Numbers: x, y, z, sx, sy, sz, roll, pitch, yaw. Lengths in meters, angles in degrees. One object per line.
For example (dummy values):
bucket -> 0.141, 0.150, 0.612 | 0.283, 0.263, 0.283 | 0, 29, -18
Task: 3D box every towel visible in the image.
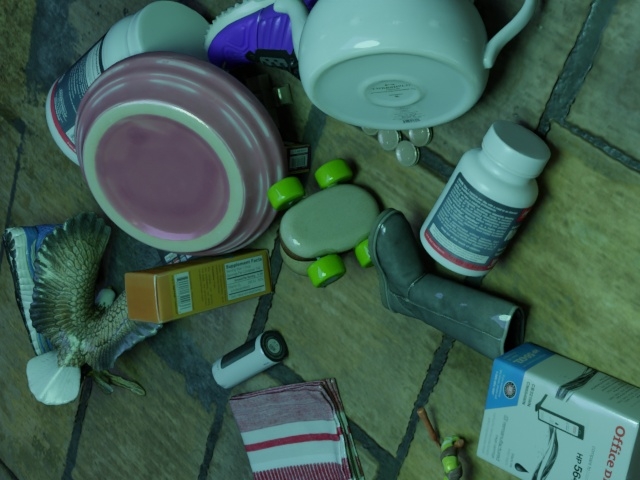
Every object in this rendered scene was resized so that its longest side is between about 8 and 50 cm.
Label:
towel -> -0.024, 0.390, 1.728 | 0.237, 0.037, 0.329 | -18, 88, 44

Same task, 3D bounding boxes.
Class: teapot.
teapot -> 0.097, -0.265, 1.353 | 0.252, 0.256, 0.187 | 144, 135, -60

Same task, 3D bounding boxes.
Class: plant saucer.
plant saucer -> -0.215, -0.107, 1.583 | 0.332, 0.084, 0.332 | 10, 125, 14

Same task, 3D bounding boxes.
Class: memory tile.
memory tile -> 0.100, -0.181, 1.493 | 0.148, 0.012, 0.113 | 45, 127, 24

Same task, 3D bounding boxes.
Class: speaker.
speaker -> -0.115, 0.193, 1.749 | 0.136, 0.055, 0.055 | -32, 79, 42

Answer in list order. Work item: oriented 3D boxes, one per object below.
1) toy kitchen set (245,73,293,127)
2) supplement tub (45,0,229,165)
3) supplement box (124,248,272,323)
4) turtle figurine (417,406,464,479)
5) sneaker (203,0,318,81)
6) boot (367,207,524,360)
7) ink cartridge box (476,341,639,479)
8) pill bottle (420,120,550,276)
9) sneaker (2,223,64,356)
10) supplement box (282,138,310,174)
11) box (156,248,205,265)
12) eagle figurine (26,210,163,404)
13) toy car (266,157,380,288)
toy kitchen set -> -0.091, -0.202, 1.615 | 0.068, 0.075, 0.083 | -7, 100, 42
supplement tub -> -0.289, -0.235, 1.707 | 0.272, 0.191, 0.191 | -29, 81, 42
supplement box -> -0.181, 0.066, 1.655 | 0.078, 0.233, 0.080 | 1, 98, 42
turtle figurine -> 0.215, 0.358, 1.470 | 0.217, 0.087, 0.269 | -10, 94, 43
sneaker -> -0.050, -0.280, 1.542 | 0.293, 0.102, 0.146 | -25, 84, 43
boot -> 0.166, 0.063, 1.431 | 0.208, 0.076, 0.190 | 29, 148, 41
ink cartridge box -> 0.310, 0.237, 1.355 | 0.203, 0.086, 0.148 | 22, 114, 37
pill bottle -> 0.209, -0.054, 1.360 | 0.108, 0.108, 0.180 | 45, 127, 25
sneaker -> -0.483, 0.100, 2.004 | 0.330, 0.147, 0.130 | 96, 152, -45
supplement box -> -0.063, -0.127, 1.623 | 0.083, 0.055, 0.043 | 14, 109, 38
box -> -0.199, -0.067, 1.760 | 0.231, 0.056, 0.183 | -29, 81, 42
eagle figurine -> -0.391, 0.127, 1.895 | 0.225, 0.226, 0.298 | 63, 140, 39
toy car -> 0.000, 0.000, 1.577 | 0.155, 0.149, 0.188 | 63, 160, 15
